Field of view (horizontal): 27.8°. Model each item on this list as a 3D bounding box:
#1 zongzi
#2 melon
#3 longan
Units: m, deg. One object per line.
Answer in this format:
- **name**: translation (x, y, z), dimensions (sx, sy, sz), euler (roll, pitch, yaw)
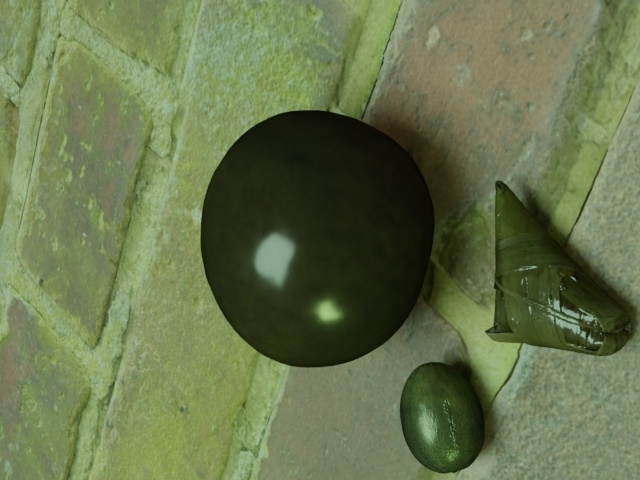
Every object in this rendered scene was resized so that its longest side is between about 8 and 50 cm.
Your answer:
- **zongzi**: translation (0.251, 0.029, 1.356), dimensions (0.160, 0.078, 0.176), euler (7, 101, 41)
- **melon**: translation (0.140, 0.206, 1.499), dimensions (0.098, 0.098, 0.131), euler (-17, 87, 48)
- **longan**: translation (-0.004, 0.002, 1.485), dimensions (0.297, 0.297, 0.297), euler (14, 109, 45)
